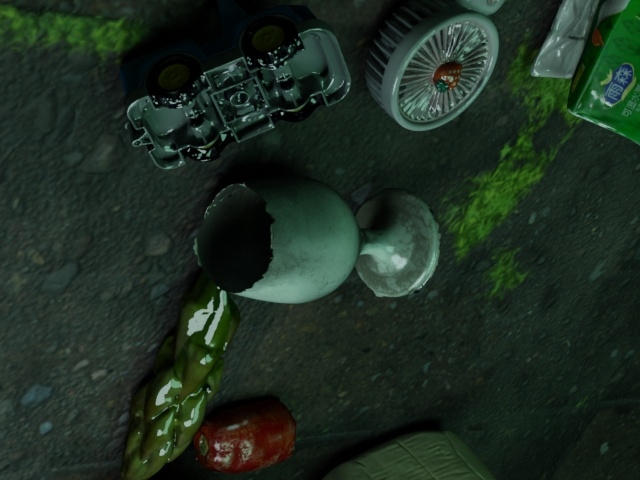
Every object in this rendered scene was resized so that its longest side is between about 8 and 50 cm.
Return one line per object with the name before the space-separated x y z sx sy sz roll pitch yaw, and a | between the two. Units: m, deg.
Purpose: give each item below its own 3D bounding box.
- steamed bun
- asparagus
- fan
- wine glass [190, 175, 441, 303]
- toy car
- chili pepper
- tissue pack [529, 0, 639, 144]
steamed bun | 0.118 0.361 1.838 0.250 0.200 0.155 -13 136 -32
asparagus | -0.139 0.143 1.466 0.080 0.080 0.287 2 126 -46
fan | 0.135 -0.216 1.362 0.130 0.074 0.244 10 119 -49
wine glass | 0.000 0.000 1.410 0.241 0.126 0.126 2 125 -49
toy car | -0.079 -0.142 1.217 0.191 0.100 0.097 -21 144 2
chili pepper | -0.084 0.221 1.609 0.123 0.070 0.073 -7 148 -44
tissue pack | 0.320 -0.234 1.487 0.148 0.156 0.209 -57 171 -62
